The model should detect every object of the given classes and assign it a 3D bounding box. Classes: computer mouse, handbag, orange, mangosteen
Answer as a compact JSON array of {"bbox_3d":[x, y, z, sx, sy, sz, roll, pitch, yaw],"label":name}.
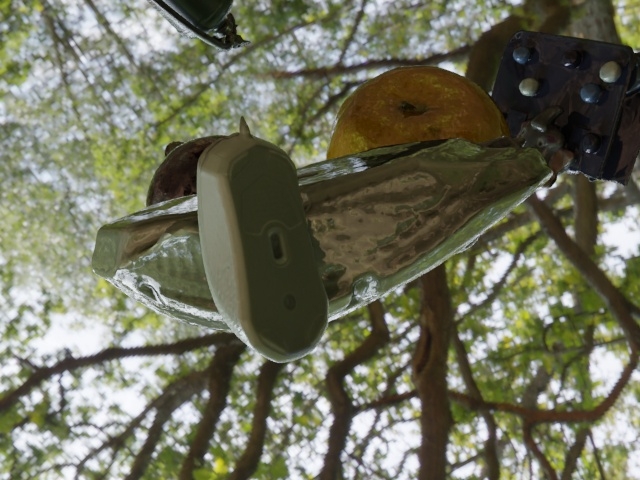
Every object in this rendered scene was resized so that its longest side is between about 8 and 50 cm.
[{"bbox_3d":[0.003,0.003,0.835,0.429,0.145,0.228,-14,-173,1],"label":"computer mouse"},{"bbox_3d":[-0.050,0.000,0.655,0.056,0.181,0.089,-11,-179,41],"label":"computer mouse"},{"bbox_3d":[0.427,-0.228,1.586,0.326,0.118,0.269,30,-74,57],"label":"handbag"},{"bbox_3d":[0.145,-0.120,1.310,0.279,0.235,0.279,-5,-127,7],"label":"orange"},{"bbox_3d":[-0.204,-0.082,1.514,0.231,0.231,0.289,-42,-132,-16],"label":"mangosteen"}]

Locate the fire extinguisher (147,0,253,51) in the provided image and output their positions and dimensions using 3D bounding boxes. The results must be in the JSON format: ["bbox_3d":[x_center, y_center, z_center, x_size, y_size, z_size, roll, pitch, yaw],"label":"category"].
[{"bbox_3d":[-0.183,-0.322,1.091,0.093,0.294,0.118,-30,-143,24],"label":"fire extinguisher"}]
